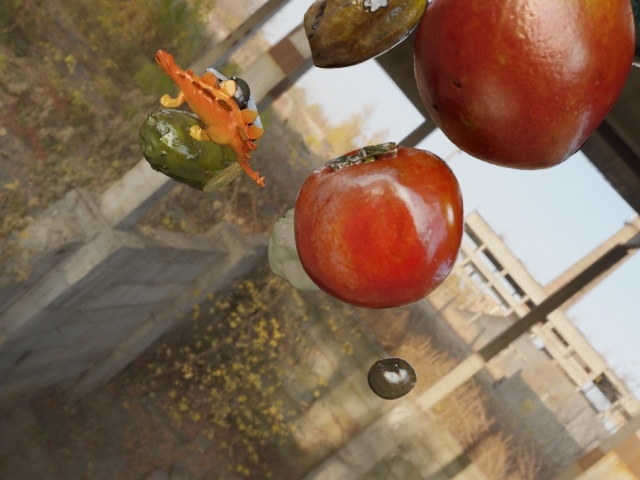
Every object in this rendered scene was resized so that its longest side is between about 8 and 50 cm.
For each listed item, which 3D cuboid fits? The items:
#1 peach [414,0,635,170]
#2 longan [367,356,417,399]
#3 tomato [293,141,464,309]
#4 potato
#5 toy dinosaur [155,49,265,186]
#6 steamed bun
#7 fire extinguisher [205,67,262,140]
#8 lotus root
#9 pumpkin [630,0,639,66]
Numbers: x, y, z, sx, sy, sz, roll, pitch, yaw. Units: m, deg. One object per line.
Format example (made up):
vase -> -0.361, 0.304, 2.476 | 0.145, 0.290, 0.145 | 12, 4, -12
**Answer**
peach -> 0.348, -0.307, 1.163 | 0.388, 0.388, 0.388 | 49, 5, -5
longan -> 0.158, 0.302, 1.469 | 0.113, 0.113, 0.092 | 46, 38, -40
tomato -> 0.113, -0.031, 1.256 | 0.293, 0.325, 0.290 | -92, 169, -74
potato -> -0.263, -0.189, 1.443 | 0.298, 0.141, 0.176 | 14, 44, -58
toy dinosaur -> -0.149, -0.187, 1.049 | 0.117, 0.070, 0.288 | -9, -49, 42
steamed bun -> 0.000, 0.000, 1.789 | 0.275, 0.206, 0.320 | 9, 16, -7
fire extinguisher -> -0.186, -0.296, 1.454 | 0.089, 0.072, 0.268 | 27, -10, 8
lotus root -> 0.098, -0.507, 1.487 | 0.193, 0.290, 0.193 | -20, 90, -80
pumpkin -> 0.652, -0.532, 1.423 | 0.196, 0.293, 0.263 | 12, -8, 24
